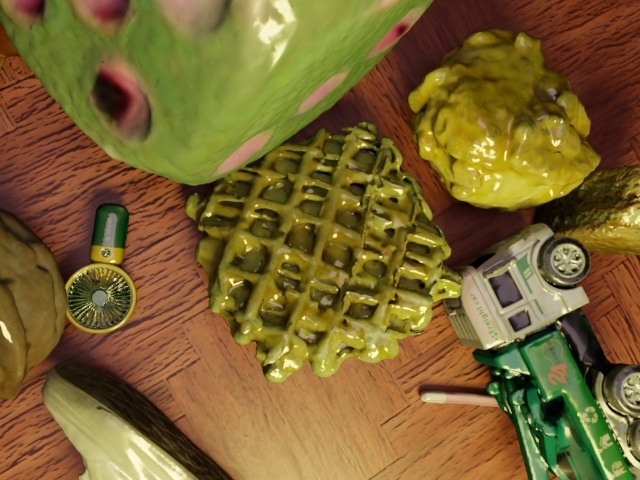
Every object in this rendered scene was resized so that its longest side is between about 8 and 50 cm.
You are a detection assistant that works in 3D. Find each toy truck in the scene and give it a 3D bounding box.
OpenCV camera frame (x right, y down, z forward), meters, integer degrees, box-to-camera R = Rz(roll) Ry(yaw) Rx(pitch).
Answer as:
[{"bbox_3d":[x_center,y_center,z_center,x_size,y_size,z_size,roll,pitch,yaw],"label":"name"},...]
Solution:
[{"bbox_3d":[0.288,0.166,0.762,0.178,0.176,0.363,-22,85,-5],"label":"toy truck"}]

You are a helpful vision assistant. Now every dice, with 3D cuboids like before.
[{"bbox_3d":[-0.091,-0.271,0.592,0.318,0.330,0.322,50,41,-1],"label":"dice"}]

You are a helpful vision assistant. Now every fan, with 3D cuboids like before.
[{"bbox_3d":[-0.254,0.032,0.728,0.082,0.039,0.154,8,82,-11],"label":"fan"}]

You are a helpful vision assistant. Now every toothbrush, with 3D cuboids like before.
[{"bbox_3d":[0.271,0.222,0.841,0.287,0.020,0.025,8,79,-12],"label":"toothbrush"}]

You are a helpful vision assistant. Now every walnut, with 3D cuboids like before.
[{"bbox_3d":[-0.370,0.067,0.622,0.225,0.224,0.224,1,85,-13],"label":"walnut"}]

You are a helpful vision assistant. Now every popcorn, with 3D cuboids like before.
[{"bbox_3d":[0.233,-0.146,0.793,0.266,0.192,0.233,-20,74,-37],"label":"popcorn"}]

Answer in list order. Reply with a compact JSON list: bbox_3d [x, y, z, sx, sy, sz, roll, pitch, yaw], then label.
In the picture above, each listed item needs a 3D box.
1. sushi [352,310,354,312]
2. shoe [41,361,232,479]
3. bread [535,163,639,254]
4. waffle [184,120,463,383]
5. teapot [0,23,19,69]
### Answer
[{"bbox_3d":[0.052,0.090,0.788,0.055,0.052,0.120,-11,86,2],"label":"sushi"},{"bbox_3d":[-0.211,0.285,0.680,0.316,0.124,0.159,43,85,-7],"label":"shoe"},{"bbox_3d":[0.390,-0.036,0.800,0.138,0.196,0.102,9,87,-17],"label":"bread"},{"bbox_3d":[0.000,0.000,0.722,0.298,0.073,0.317,-23,65,-9],"label":"waffle"},{"bbox_3d":[-0.361,-0.284,0.681,0.179,0.135,0.251,13,82,-8],"label":"teapot"}]
